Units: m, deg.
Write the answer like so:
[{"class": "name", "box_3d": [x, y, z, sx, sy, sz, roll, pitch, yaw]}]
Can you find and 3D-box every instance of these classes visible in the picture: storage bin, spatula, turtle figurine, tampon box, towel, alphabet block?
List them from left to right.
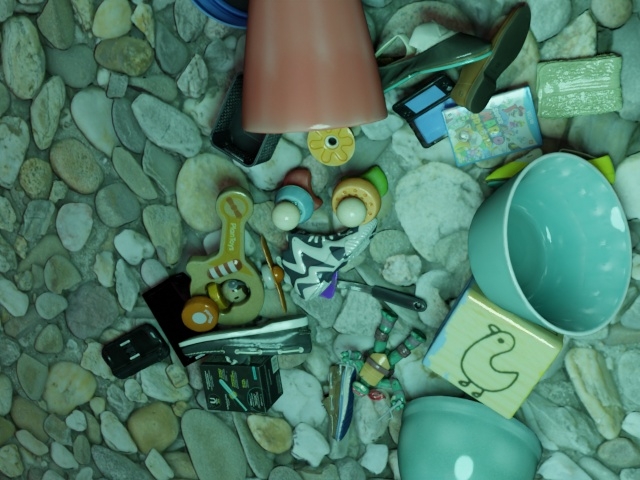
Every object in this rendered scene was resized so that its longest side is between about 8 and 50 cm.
[{"class": "tampon box", "box_3d": [-0.188, 0.334, 1.640, 0.161, 0.101, 0.120, -2, 104, 23]}, {"class": "storage bin", "box_3d": [-0.143, -0.261, 1.462, 0.122, 0.084, 0.180, 32, 113, 10]}, {"class": "spatula", "box_3d": [0.091, 0.106, 1.504, 0.296, 0.030, 0.084, 14, 102, 17]}, {"class": "turtle figurine", "box_3d": [0.122, 0.276, 1.495, 0.175, 0.118, 0.234, 30, 99, -5]}, {"class": "alphabet block", "box_3d": [0.341, 0.190, 1.342, 0.197, 0.193, 0.192, 31, 115, 11]}, {"class": "towel", "box_3d": [0.470, -0.278, 1.248, 0.148, 0.027, 0.110, -2, 105, 22]}]

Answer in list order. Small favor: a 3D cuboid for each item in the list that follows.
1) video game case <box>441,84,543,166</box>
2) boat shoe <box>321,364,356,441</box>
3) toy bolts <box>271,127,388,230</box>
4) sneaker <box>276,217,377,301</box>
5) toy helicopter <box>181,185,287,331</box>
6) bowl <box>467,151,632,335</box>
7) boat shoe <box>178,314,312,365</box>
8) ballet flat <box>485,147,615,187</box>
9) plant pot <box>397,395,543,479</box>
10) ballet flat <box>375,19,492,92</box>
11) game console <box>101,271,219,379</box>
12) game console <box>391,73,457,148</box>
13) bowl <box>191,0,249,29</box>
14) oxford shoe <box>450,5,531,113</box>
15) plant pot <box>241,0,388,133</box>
[{"class": "video game case", "box_3d": [0.327, -0.216, 1.308, 0.166, 0.015, 0.119, -13, 113, 20]}, {"class": "boat shoe", "box_3d": [0.040, 0.374, 1.588, 0.066, 0.066, 0.183, 12, 99, 23]}, {"class": "toy bolts", "box_3d": [-0.007, -0.111, 1.390, 0.228, 0.158, 0.218, -18, 112, 26]}, {"class": "sneaker", "box_3d": [0.000, 0.000, 1.474, 0.153, 0.094, 0.235, 46, 108, 13]}, {"class": "toy helicopter", "box_3d": [-0.181, 0.044, 1.530, 0.235, 0.140, 0.355, 6, 120, -3]}, {"class": "bowl", "box_3d": [0.381, 0.013, 1.208, 0.163, 0.311, 0.311, -12, 102, 58]}, {"class": "boat shoe", "box_3d": [-0.170, 0.240, 1.559, 0.302, 0.114, 0.091, -10, 90, 5]}, {"class": "ballet flat", "box_3d": [0.430, -0.134, 1.288, 0.231, 0.077, 0.077, 4, 85, 18]}, {"class": "plant pot", "box_3d": [0.280, 0.473, 1.372, 0.293, 0.196, 0.293, 16, 144, 12]}, {"class": "ballet flat", "box_3d": [0.178, -0.343, 1.266, 0.280, 0.095, 0.096, -11, 110, 43]}, {"class": "game console", "box_3d": [-0.426, 0.242, 1.741, 0.361, 0.044, 0.213, -29, 92, 25]}, {"class": "game console", "box_3d": [0.220, -0.249, 1.332, 0.122, 0.107, 0.071, -30, 64, 25]}, {"class": "bowl", "box_3d": [-0.124, -0.619, 1.356, 0.391, 0.077, 0.391, 6, 107, 20]}, {"class": "oxford shoe", "box_3d": [0.309, -0.342, 1.259, 0.076, 0.076, 0.212, 38, 97, 40]}, {"class": "plant pot", "box_3d": [-0.022, -0.333, 1.249, 0.275, 0.275, 0.243, 1, 107, 21]}]
